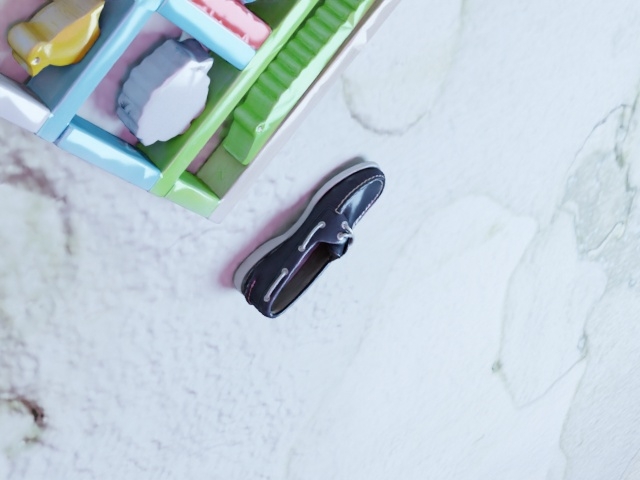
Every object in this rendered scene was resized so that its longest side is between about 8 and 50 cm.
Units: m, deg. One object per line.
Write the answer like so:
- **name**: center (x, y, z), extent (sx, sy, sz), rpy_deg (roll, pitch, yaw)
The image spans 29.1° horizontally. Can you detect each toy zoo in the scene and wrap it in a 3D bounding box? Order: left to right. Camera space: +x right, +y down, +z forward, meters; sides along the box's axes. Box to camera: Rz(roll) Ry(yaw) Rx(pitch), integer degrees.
- **toy zoo**: center (-0.080, -0.127, 0.594), extent (0.192, 0.030, 0.293), rpy_deg (-50, 146, 7)

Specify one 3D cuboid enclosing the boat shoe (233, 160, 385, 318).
- **boat shoe**: center (0.000, 0.000, 0.806), extent (0.125, 0.038, 0.046), rpy_deg (-40, 146, -8)
